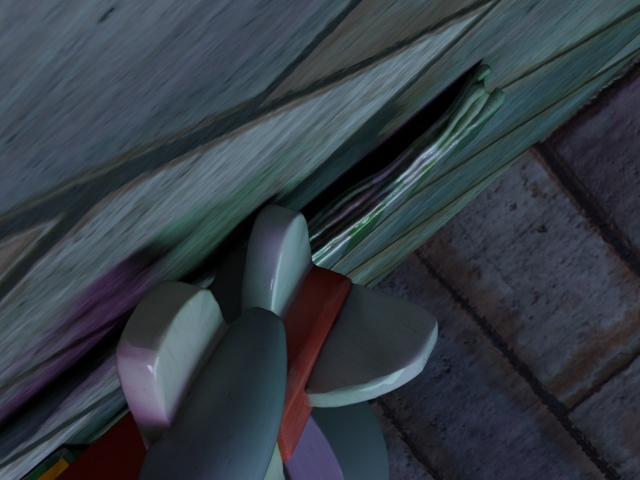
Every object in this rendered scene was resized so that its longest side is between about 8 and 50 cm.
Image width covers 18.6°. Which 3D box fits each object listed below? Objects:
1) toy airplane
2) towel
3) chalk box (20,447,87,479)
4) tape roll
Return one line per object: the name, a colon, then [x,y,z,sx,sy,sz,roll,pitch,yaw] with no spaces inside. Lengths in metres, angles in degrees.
toy airplane: [-0.055,0.176,1.178,0.386,0.272,0.384,-8,131,-56]
towel: [0.000,0.000,1.467,0.325,0.038,0.248,-42,177,-5]
chalk box: [-0.216,0.299,1.688,0.179,0.180,0.289,-40,177,-3]
tape roll: [-0.053,0.187,1.656,0.219,0.219,0.072,-44,173,38]
